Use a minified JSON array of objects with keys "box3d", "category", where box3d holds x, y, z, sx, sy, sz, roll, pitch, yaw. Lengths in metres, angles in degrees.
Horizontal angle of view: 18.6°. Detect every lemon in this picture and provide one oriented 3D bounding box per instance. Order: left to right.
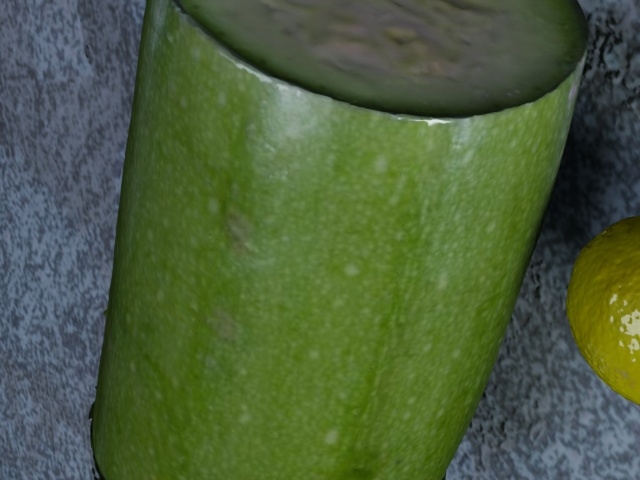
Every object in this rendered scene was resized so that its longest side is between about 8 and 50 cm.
[{"box3d":[0.198,0.042,1.104,0.133,0.109,0.109,54,142,36],"category":"lemon"}]

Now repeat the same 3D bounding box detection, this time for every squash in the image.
[{"box3d":[0.000,0.000,1.216,0.263,0.263,0.384,42,136,32],"category":"squash"}]
